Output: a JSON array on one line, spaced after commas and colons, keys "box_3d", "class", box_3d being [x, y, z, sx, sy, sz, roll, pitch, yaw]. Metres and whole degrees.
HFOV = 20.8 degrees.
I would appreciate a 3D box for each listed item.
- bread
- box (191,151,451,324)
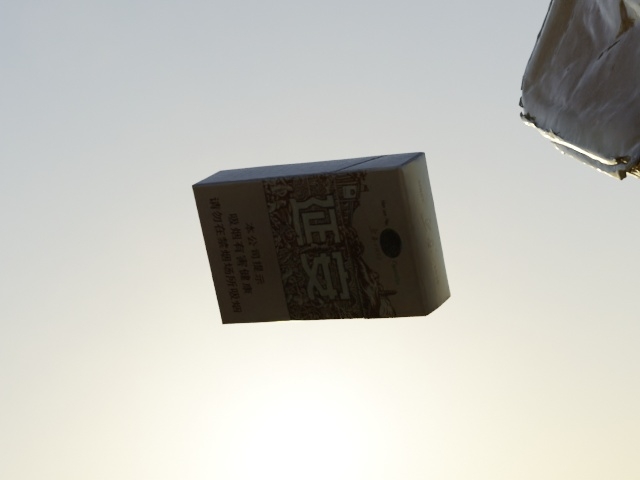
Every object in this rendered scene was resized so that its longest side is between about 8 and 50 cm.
[{"box_3d": [0.205, -0.099, 1.024, 0.107, 0.136, 0.241, 19, 7, -14], "class": "bread"}, {"box_3d": [0.000, 0.000, 0.598, 0.083, 0.053, 0.024, -5, 15, 32], "class": "box"}]
